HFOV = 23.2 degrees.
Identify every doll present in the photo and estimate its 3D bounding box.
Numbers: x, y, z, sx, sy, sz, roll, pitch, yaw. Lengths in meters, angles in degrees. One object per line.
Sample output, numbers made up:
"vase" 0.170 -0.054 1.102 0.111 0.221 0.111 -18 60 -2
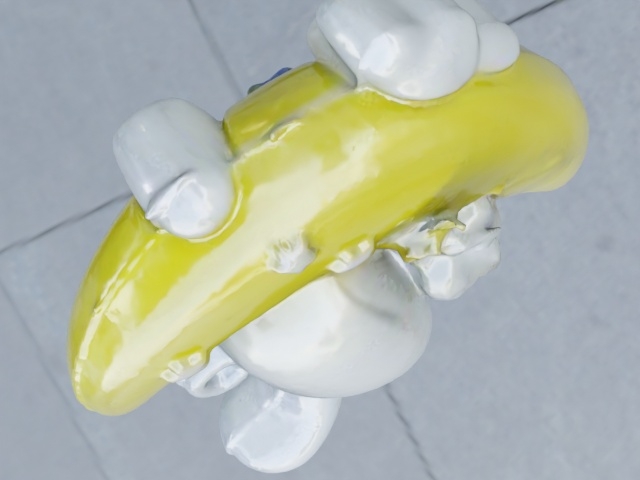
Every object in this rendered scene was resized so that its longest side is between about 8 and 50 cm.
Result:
"doll" 0.000 0.000 0.639 0.237 0.252 0.111 -44 65 8
